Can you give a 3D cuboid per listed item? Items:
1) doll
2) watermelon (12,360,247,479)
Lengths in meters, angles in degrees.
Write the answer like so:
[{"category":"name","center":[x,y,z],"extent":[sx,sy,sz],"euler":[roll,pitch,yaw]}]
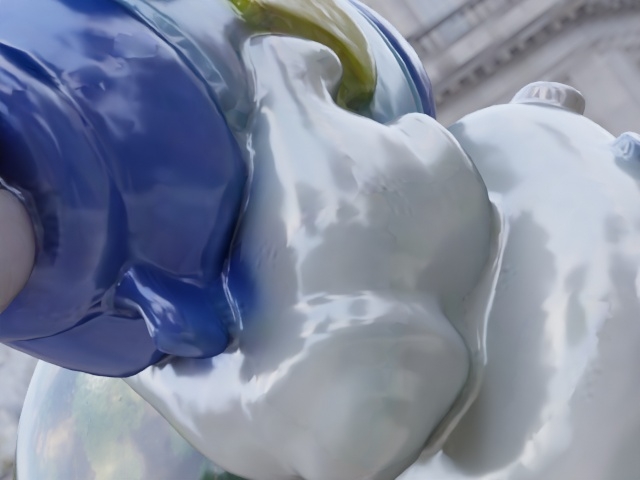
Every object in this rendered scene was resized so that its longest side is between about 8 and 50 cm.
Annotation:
[{"category":"doll","center":[0.004,-0.008,0.588],"extent":[0.376,0.366,0.187],"euler":[-163,96,-81]},{"category":"watermelon","center":[0.006,0.112,0.866],"extent":[0.285,0.285,0.285],"euler":[-31,-16,-10]}]
